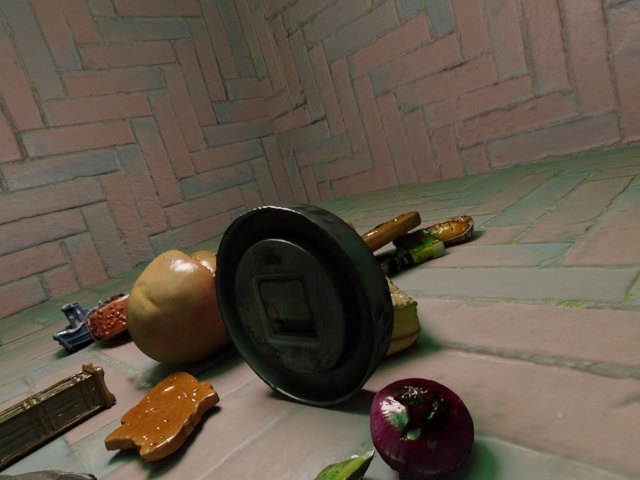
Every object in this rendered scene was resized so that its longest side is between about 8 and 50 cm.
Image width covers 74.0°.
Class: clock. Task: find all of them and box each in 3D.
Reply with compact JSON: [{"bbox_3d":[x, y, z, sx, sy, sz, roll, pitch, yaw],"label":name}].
[{"bbox_3d":[-0.037,0.097,0.660,0.319,0.318,0.066,-8,10,39],"label":"clock"}]

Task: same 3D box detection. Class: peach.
[{"bbox_3d":[-0.282,0.148,0.960,0.293,0.247,0.292,-9,-15,-3],"label":"peach"}]

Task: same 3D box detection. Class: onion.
[{"bbox_3d":[0.111,0.202,0.474,0.115,0.104,0.115,-11,28,6],"label":"onion"}]

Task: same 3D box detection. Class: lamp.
[{"bbox_3d":[-0.564,0.350,0.784,0.089,0.090,0.325,-7,14,46],"label":"lamp"}]

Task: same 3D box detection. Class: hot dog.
[{"bbox_3d":[0.346,-0.016,1.305,0.253,0.069,0.131,-15,11,14],"label":"hot dog"}]

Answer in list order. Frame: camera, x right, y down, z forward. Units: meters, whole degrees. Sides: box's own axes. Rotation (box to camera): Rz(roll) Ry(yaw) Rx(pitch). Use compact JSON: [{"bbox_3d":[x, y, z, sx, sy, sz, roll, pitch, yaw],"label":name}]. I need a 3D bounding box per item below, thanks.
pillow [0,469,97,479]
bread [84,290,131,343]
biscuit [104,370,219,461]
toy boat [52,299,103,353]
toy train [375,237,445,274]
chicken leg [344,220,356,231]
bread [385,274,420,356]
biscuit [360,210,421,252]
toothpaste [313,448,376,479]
[{"bbox_3d":[-0.393,0.354,0.493,0.335,0.092,0.161,-15,16,8],"label":"pillow"},{"bbox_3d":[-0.604,0.235,1.331,0.224,0.142,0.212,-28,1,-44],"label":"bread"},{"bbox_3d":[-0.266,0.295,0.735,0.183,0.043,0.280,-15,6,-13],"label":"biscuit"},{"bbox_3d":[-0.797,0.266,1.423,0.129,0.142,0.309,-19,12,1],"label":"toy boat"},{"bbox_3d":[0.222,0.053,1.192,0.250,0.053,0.085,-19,17,-11],"label":"toy train"},{"bbox_3d":[0.000,0.000,1.423,0.295,0.181,0.409,-1,-14,-36],"label":"chicken leg"},{"bbox_3d":[0.069,0.145,0.815,0.185,0.110,0.234,-11,10,-4],"label":"bread"},{"bbox_3d":[0.122,0.018,1.254,0.368,0.063,0.314,-29,-2,-25],"label":"biscuit"},{"bbox_3d":[-0.033,0.288,0.404,0.248,0.046,0.078,-27,-11,-47],"label":"toothpaste"}]
